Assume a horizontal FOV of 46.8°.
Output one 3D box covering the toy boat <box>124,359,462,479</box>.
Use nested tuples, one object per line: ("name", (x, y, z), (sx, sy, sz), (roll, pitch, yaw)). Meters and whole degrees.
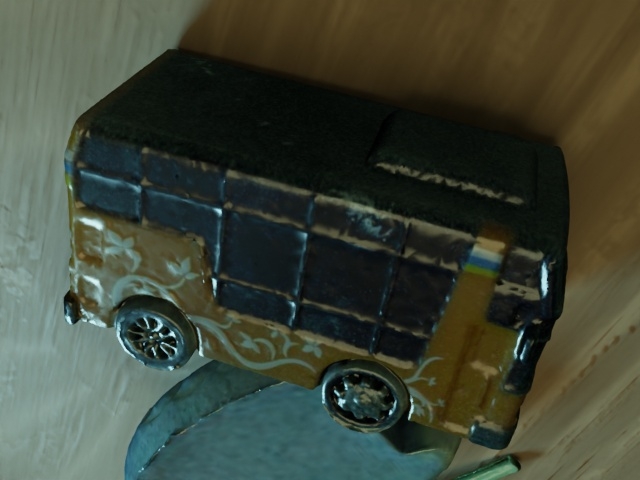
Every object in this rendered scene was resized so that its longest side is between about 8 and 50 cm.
("toy boat", (-0.039, 0.181, 0.706), (0.330, 0.123, 0.215), (-33, 119, 20))

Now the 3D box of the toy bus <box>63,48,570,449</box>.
("toy bus", (0.000, 0.000, 0.517), (0.323, 0.162, 0.194), (15, 124, 8))

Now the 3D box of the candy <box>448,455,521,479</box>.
("candy", (0.057, 0.293, 0.767), (0.335, 0.093, 0.092), (-31, 125, 24))
